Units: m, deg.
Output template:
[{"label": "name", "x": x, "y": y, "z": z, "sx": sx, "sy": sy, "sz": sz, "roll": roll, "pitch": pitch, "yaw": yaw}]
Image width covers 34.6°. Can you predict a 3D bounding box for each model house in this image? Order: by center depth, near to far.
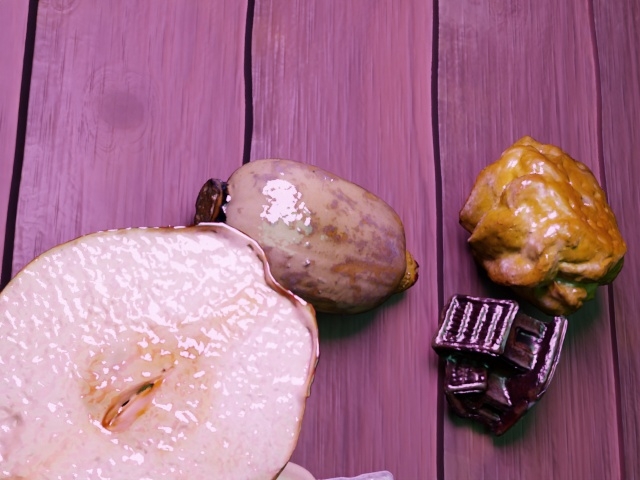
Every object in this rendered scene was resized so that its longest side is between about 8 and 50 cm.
[{"label": "model house", "x": 0.216, "y": 0.154, "z": 1.344, "sx": 0.152, "sy": 0.106, "sz": 0.165, "roll": 26, "pitch": 70, "yaw": -14}]

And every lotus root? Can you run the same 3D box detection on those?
[{"label": "lotus root", "x": 0.000, "y": 0.000, "z": 1.272, "sx": 0.309, "sy": 0.173, "sz": 0.173, "roll": 16, "pitch": 70, "yaw": -26}]

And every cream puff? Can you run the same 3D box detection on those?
[{"label": "cream puff", "x": 0.297, "y": -0.021, "z": 1.376, "sx": 0.244, "sy": 0.244, "sz": 0.196, "roll": 32, "pitch": 102, "yaw": -13}]

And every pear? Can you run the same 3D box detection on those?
[{"label": "pear", "x": -0.200, "y": 0.168, "z": 1.112, "sx": 0.386, "sy": 0.191, "sz": 0.340, "roll": -35, "pitch": 86, "yaw": -25}]

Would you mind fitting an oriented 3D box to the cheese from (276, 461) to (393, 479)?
[{"label": "cheese", "x": -0.017, "y": 0.314, "z": 1.231, "sx": 0.235, "sy": 0.050, "sz": 0.127, "roll": -1, "pitch": 75, "yaw": -22}]
